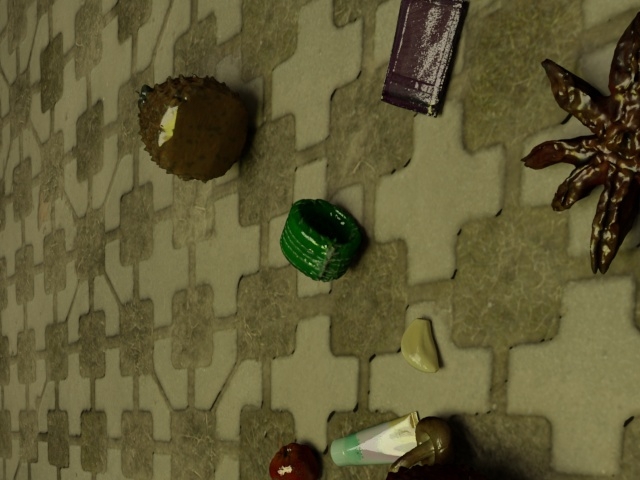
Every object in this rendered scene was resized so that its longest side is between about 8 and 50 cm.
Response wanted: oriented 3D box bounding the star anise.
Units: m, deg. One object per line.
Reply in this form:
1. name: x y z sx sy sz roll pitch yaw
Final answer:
1. star anise: 0.335 -0.104 0.795 0.288 0.088 0.289 9 102 50

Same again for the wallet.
1. wallet: 0.144 -0.270 1.038 0.111 0.030 0.166 29 114 45

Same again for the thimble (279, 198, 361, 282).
1. thimble: 0.000 0.000 1.167 0.130 0.118 0.090 -111 36 -45

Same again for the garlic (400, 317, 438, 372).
1. garlic: 0.146 0.157 1.072 0.053 0.041 0.083 -19 72 43

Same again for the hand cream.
1. hand cream: 0.093 0.324 1.149 0.174 0.047 0.076 -23 74 39

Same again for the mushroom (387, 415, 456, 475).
1. mushroom: 0.152 0.311 1.050 0.129 0.072 0.088 -48 46 20

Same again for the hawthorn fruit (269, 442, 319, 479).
1. hawthorn fruit: -0.044 0.410 1.288 0.093 0.093 0.093 6 98 49

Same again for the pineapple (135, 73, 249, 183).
1. pineapple: -0.287 -0.241 1.425 0.362 0.201 0.202 30 116 51

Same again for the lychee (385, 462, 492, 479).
1. lychee: 0.158 0.415 0.914 0.264 0.264 0.300 35 137 42
